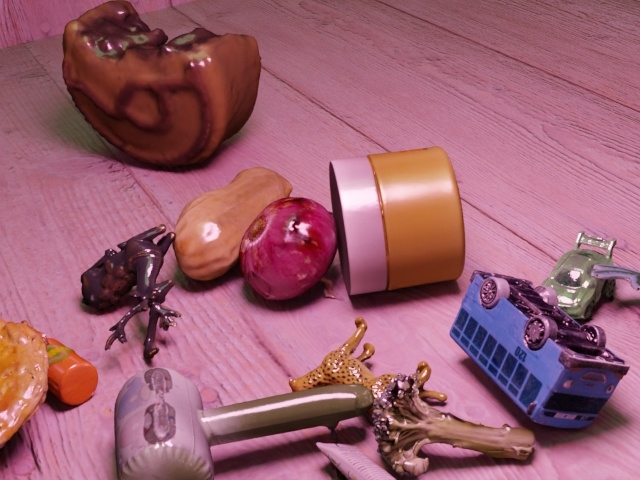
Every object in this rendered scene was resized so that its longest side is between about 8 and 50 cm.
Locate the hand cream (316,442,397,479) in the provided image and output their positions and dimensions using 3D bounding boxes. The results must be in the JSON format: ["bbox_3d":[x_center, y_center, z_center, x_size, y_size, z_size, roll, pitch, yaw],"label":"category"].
[{"bbox_3d":[0.068,0.296,1.180,0.067,0.042,0.194,7,15,-36],"label":"hand cream"}]

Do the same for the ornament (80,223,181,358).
[{"bbox_3d":[-0.307,0.104,1.545,0.202,0.080,0.236,-34,41,19],"label":"ornament"}]

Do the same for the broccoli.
[{"bbox_3d":[0.162,0.238,1.220,0.204,0.118,0.122,12,1,3],"label":"broccoli"}]

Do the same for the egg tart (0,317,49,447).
[{"bbox_3d":[-0.527,0.230,1.344,0.341,0.129,0.341,-4,31,3],"label":"egg tart"}]

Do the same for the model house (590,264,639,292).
[{"bbox_3d":[0.577,-0.017,1.343,0.340,0.300,0.323,18,23,11],"label":"model house"}]

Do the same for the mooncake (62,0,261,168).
[{"bbox_3d":[-0.327,-0.349,2.038,0.394,0.393,0.246,-28,12,43],"label":"mooncake"}]

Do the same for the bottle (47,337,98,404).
[{"bbox_3d":[-0.407,0.180,1.464,0.187,0.069,0.069,21,40,42],"label":"bottle"}]

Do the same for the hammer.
[{"bbox_3d":[-0.094,0.235,1.257,0.335,0.119,0.206,-9,30,-8],"label":"hammer"}]

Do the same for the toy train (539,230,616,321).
[{"bbox_3d":[0.388,0.057,1.482,0.099,0.081,0.149,17,37,35],"label":"toy train"}]

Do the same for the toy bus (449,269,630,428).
[{"bbox_3d":[0.282,0.145,1.299,0.116,0.134,0.234,12,20,-29],"label":"toy bus"}]

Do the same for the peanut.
[{"bbox_3d":[-0.160,-0.040,1.722,0.147,0.148,0.319,7,31,24],"label":"peanut"}]

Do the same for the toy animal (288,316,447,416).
[{"bbox_3d":[0.065,0.200,1.336,0.181,0.073,0.136,32,55,31],"label":"toy animal"}]

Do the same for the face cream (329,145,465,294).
[{"bbox_3d":[0.118,-0.032,1.559,0.179,0.218,0.218,-8,30,-3],"label":"face cream"}]

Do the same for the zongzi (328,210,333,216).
[{"bbox_3d":[0.000,0.000,1.705,0.109,0.055,0.119,-16,42,-18],"label":"zongzi"}]

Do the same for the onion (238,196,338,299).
[{"bbox_3d":[-0.050,0.013,1.584,0.177,0.177,0.153,25,4,43],"label":"onion"}]

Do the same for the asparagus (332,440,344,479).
[{"bbox_3d":[0.027,0.303,1.205,0.013,0.016,0.166,25,22,-18],"label":"asparagus"}]
